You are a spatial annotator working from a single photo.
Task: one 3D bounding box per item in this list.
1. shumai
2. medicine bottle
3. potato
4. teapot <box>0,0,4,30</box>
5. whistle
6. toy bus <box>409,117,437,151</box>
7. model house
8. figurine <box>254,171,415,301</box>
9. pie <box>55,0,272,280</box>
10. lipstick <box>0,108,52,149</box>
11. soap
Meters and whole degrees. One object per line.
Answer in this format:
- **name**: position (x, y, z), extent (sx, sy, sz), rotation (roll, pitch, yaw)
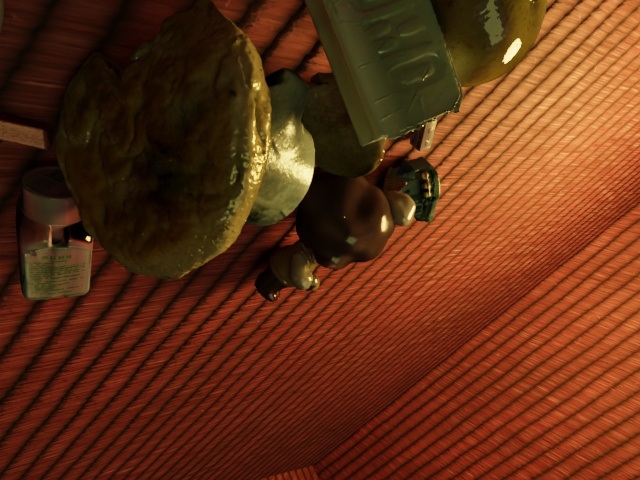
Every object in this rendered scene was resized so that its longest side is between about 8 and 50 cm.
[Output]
- **shumai**: position (0.045, -0.217, 0.711), extent (0.201, 0.202, 0.120), rotation (84, 28, -51)
- **medicine bottle**: position (-0.398, -0.012, 0.607), extent (0.095, 0.119, 0.188), rotation (-2, 134, -36)
- **potato**: position (0.231, -0.402, 0.578), extent (0.218, 0.202, 0.350), rotation (-28, 134, -19)
- **teapot**: position (-0.404, -0.220, 0.342), extent (0.298, 0.139, 0.204), rotation (-45, 146, 7)
- **whistle**: position (-0.189, -0.115, 0.641), extent (0.405, 0.188, 0.168), rotation (-14, 161, 32)
- **toy bus**: position (0.221, -0.254, 0.855), extent (0.037, 0.052, 0.130), rotation (-18, 141, -16)
- **model house**: position (0.186, -0.108, 0.954), extent (0.149, 0.119, 0.148), rotation (-15, 141, -11)
- **figurine**: position (0.010, 0.018, 0.866), extent (0.218, 0.206, 0.364), rotation (-27, 154, -55)
- **pie**: position (-0.191, -0.107, 0.477), extent (0.337, 0.337, 0.075), rotation (-50, 161, 21)
- **lipstick**: position (-0.475, -0.154, 0.446), extent (0.312, 0.051, 0.051), rotation (7, 126, -43)
- **soap**: position (0.087, -0.274, 0.564), extent (0.150, 0.261, 0.094), rotation (-24, -172, -7)
